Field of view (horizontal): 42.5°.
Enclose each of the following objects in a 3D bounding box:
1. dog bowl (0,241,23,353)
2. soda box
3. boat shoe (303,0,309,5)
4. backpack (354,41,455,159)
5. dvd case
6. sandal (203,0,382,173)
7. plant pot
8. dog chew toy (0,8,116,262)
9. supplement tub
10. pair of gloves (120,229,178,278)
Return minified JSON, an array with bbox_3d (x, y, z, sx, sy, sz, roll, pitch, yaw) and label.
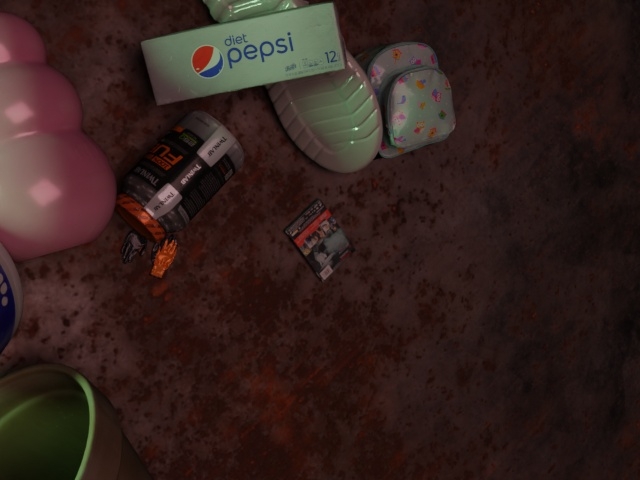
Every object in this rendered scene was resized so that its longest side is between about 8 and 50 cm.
[{"bbox_3d":[-0.511,0.076,1.001,0.264,0.104,0.265,2,118,3],"label":"dog bowl"},{"bbox_3d":[-0.109,-0.277,1.210,0.286,0.091,0.098,-11,107,5],"label":"soda box"},{"bbox_3d":[-0.067,-0.388,1.344,0.100,0.035,0.035,0,122,-33],"label":"boat shoe"},{"bbox_3d":[0.137,-0.246,1.410,0.165,0.144,0.188,-19,101,-22],"label":"backpack"},{"bbox_3d":[0.000,0.000,1.425,0.087,0.013,0.119,-45,113,-19],"label":"dvd case"},{"bbox_3d":[-0.025,-0.297,1.327,0.416,0.169,0.102,55,31,-23],"label":"sandal"},{"bbox_3d":[-0.350,0.373,1.115,0.323,0.323,0.280,-52,133,-16],"label":"plant pot"},{"bbox_3d":[-0.397,-0.143,1.083,0.206,0.206,0.332,-17,95,-28],"label":"dog chew toy"},{"bbox_3d":[-0.214,-0.094,1.233,0.190,0.117,0.117,-50,116,-18],"label":"supplement tub"},{"bbox_3d":[-0.264,0.013,1.274,0.083,0.010,0.074,29,80,-28],"label":"pair of gloves"}]
